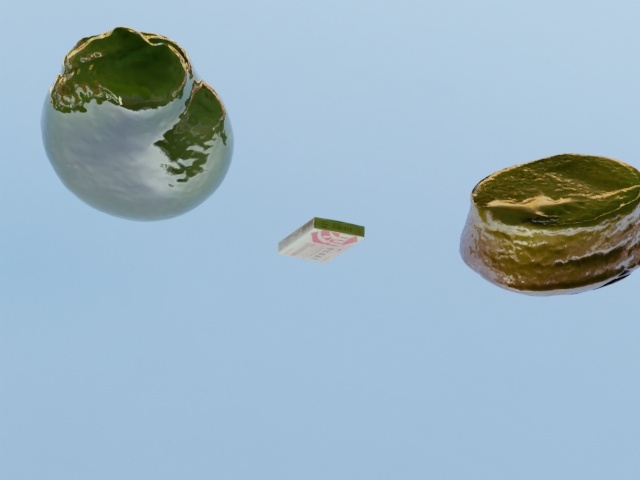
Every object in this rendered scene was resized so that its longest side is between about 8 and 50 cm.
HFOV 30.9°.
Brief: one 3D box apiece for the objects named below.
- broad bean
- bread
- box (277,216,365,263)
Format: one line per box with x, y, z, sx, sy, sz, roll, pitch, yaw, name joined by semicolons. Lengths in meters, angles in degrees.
-0.222;-0.133;1.407;0.238;0.291;0.119;12;-132;-7;broad bean
0.315;-0.017;1.534;0.269;0.143;0.195;-16;-147;-22;bread
0.000;0.000;1.199;0.058;0.093;0.015;12;-112;-23;box
